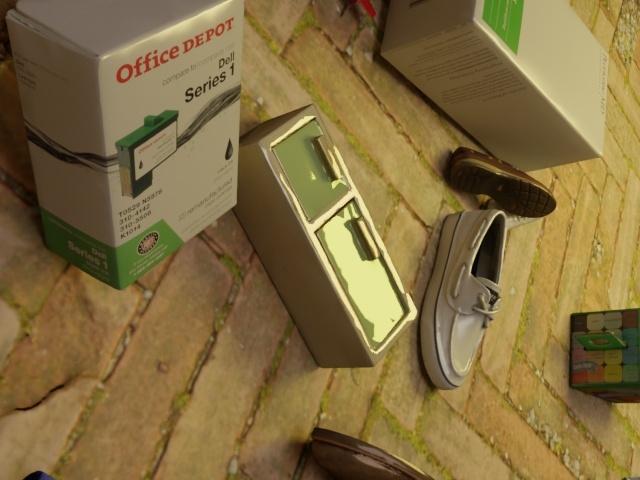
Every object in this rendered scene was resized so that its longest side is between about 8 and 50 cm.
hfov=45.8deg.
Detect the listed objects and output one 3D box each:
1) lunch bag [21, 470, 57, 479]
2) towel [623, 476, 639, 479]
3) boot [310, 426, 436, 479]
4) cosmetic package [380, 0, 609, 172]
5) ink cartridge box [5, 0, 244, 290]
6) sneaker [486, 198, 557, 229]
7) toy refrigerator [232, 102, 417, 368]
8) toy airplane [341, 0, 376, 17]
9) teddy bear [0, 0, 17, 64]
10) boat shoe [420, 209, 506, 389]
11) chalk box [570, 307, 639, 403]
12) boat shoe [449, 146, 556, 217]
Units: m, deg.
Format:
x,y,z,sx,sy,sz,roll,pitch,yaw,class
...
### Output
x,y,z,sx,sy,sz,roll,pitch,yaw,class
-0.201,0.332,0.544,0.221,0.138,0.293,54,40,-20,lunch bag
0.623,0.602,1.383,0.243,0.040,0.335,13,71,-42,towel
0.079,0.315,0.840,0.305,0.112,0.115,48,63,-31,boot
0.263,-0.266,1.085,0.366,0.155,0.196,28,64,-40,cosmetic package
-0.146,-0.095,0.612,0.160,0.093,0.219,-43,152,-40,ink cartridge box
0.309,-0.049,1.164,0.152,0.061,0.053,-18,97,-44,sneaker
0.000,0.000,0.819,0.102,0.094,0.269,-41,111,-41,toy refrigerator
0.056,-0.351,0.988,0.151,0.028,0.151,10,76,-45,toy airplane
-0.324,-0.273,0.552,0.338,0.113,0.245,48,45,-19,teddy bear
0.198,0.071,1.011,0.095,0.084,0.258,27,64,-39,boat shoe
0.505,0.193,1.266,0.213,0.132,0.132,22,68,-40,chalk box
0.268,-0.089,1.103,0.178,0.064,0.060,21,44,-17,boat shoe
